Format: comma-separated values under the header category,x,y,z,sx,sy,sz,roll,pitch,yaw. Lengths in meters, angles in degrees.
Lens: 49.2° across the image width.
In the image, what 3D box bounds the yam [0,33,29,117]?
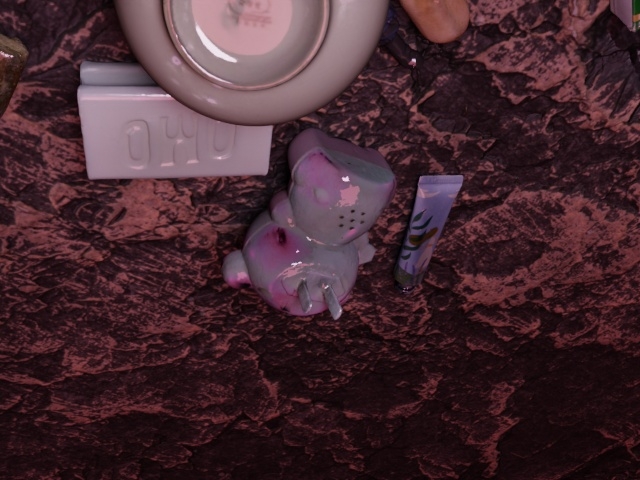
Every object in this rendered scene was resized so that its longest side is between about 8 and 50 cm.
category,x,y,z,sx,sy,sz,roll,pitch,yaw
yam,-0.472,-0.172,0.964,0.061,0.061,0.253,19,127,-31

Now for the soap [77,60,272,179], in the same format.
category,x,y,z,sx,sy,sz,roll,pitch,yaw
soap,-0.206,-0.172,1.017,0.265,0.088,0.160,-2,135,-13

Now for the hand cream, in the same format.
category,x,y,z,sx,sy,sz,roll,pitch,yaw
hand cream,0.191,-0.010,1.325,0.091,0.058,0.271,-1,130,-19

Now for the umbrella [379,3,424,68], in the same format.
category,x,y,z,sx,sy,sz,roll,pitch,yaw
umbrella,0.065,-0.311,0.968,0.071,0.071,0.248,-33,136,18

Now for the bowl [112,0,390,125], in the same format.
category,x,y,z,sx,sy,sz,roll,pitch,yaw
bowl,-0.080,-0.281,0.798,0.353,0.185,0.354,-1,119,-2

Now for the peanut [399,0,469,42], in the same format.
category,x,y,z,sx,sy,sz,roll,pitch,yaw
peanut,0.154,-0.333,0.967,0.076,0.076,0.152,-34,136,19

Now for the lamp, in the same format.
category,x,y,z,sx,sy,sz,roll,pitch,yaw
lamp,0.000,0.000,1.148,0.247,0.247,0.301,13,122,-30

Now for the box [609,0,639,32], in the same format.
category,x,y,z,sx,sy,sz,roll,pitch,yaw
box,0.517,-0.405,0.991,0.199,0.081,0.135,-24,136,6
